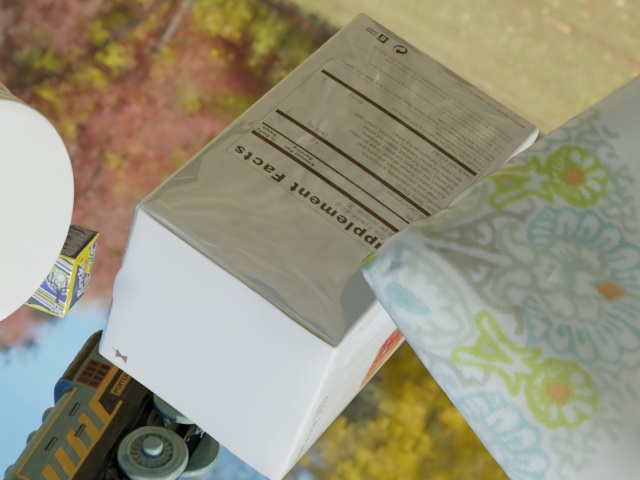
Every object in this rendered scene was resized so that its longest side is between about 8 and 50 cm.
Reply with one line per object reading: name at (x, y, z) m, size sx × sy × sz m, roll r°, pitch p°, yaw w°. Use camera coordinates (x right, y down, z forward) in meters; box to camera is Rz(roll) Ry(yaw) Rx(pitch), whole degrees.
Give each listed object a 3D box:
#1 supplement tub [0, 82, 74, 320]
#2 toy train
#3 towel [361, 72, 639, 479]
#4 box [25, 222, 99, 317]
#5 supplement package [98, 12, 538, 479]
supplement tub at (-0.325, -0.055, 1.247) m, size 0.272 × 0.191 × 0.191 m, roll 23°, pitch 179°, yaw 38°
toy train at (-0.234, 0.244, 1.924) m, size 0.190 × 0.334 × 0.142 m, roll 19°, pitch 138°, yaw 14°
towel at (0.253, 0.053, 1.116) m, size 0.320 × 0.374 × 0.090 m, roll 51°, pitch 150°, yaw 11°
box at (-0.269, 0.001, 1.416) m, size 0.169 × 0.059 × 0.054 m, roll 20°, pitch -152°, yaw 8°
supplement package at (0.000, 0.000, 1.313) m, size 0.175 × 0.177 × 0.293 m, roll 35°, pitch -131°, yaw 12°
